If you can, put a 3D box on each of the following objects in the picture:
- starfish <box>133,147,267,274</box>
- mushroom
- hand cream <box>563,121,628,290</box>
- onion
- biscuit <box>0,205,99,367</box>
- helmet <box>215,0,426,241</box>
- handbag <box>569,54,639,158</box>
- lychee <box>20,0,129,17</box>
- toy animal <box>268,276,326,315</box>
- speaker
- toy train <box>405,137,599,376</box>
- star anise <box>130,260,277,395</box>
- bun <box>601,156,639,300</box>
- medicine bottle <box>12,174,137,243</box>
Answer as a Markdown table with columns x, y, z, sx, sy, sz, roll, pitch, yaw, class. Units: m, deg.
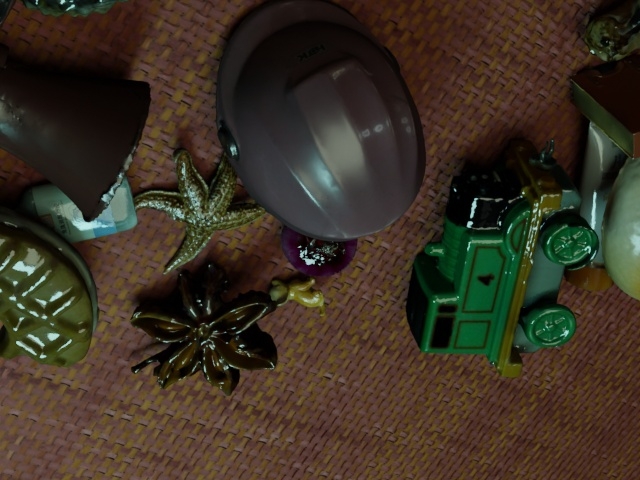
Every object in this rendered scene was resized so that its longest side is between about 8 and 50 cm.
| x | y | z | sx | sy | sz | roll | pitch | yaw | class |
| --- | --- | --- | --- | --- | --- | --- | --- | --- | --- |
| -0.166 | -0.041 | 1.716 | 0.213 | 0.057 | 0.238 | 9 | 117 | -20 | starfish |
| 0.528 | -0.367 | 1.715 | 0.267 | 0.254 | 0.267 | -48 | 148 | -43 | mushroom |
| 0.464 | -0.075 | 1.950 | 0.139 | 0.089 | 0.314 | -15 | 122 | -28 | hand cream |
| 0.000 | 0.000 | 1.784 | 0.115 | 0.104 | 0.115 | -4 | 107 | -14 | onion |
| -0.481 | 0.069 | 1.580 | 0.366 | 0.115 | 0.268 | -6 | 131 | -9 | biscuit |
| 0.016 | -0.142 | 1.614 | 0.271 | 0.197 | 0.338 | -26 | 123 | -14 | helmet |
| 0.466 | -0.202 | 1.788 | 0.127 | 0.190 | 0.063 | -20 | 129 | -11 | handbag |
| -0.252 | -0.371 | 1.329 | 0.274 | 0.255 | 0.255 | -16 | 136 | -57 | lychee |
| -0.041 | 0.091 | 1.854 | 0.083 | 0.060 | 0.081 | -25 | 94 | -11 | toy animal |
| -0.360 | -0.199 | 1.453 | 0.329 | 0.198 | 0.259 | 29 | 121 | -26 | speaker |
| 0.271 | 0.032 | 1.886 | 0.249 | 0.178 | 0.429 | 0 | 123 | -10 | toy train |
| -0.165 | 0.125 | 1.791 | 0.220 | 0.126 | 0.190 | 11 | 121 | 3 | star anise |
| 0.582 | -0.039 | 1.909 | 0.299 | 0.164 | 0.299 | -30 | 131 | -40 | bun |
| -0.356 | -0.035 | 1.634 | 0.208 | 0.054 | 0.090 | -14 | 116 | -8 | medicine bottle |
